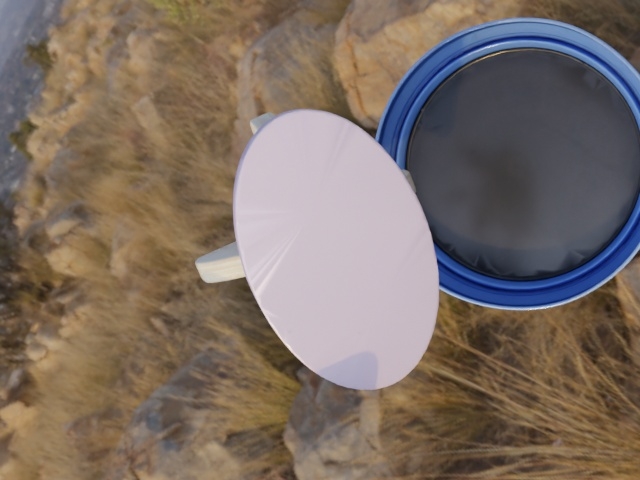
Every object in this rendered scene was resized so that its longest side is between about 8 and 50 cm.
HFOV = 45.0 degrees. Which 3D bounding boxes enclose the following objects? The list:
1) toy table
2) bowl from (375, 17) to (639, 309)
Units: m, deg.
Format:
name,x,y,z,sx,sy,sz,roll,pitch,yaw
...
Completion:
name,x,y,z,sx,sy,sz,roll,pitch,yaw
toy table,0.000,0.000,0.781,0.161,0.252,0.274,-138,36,-73
bowl,0.266,-0.102,1.061,0.391,0.391,0.077,-49,-13,21
